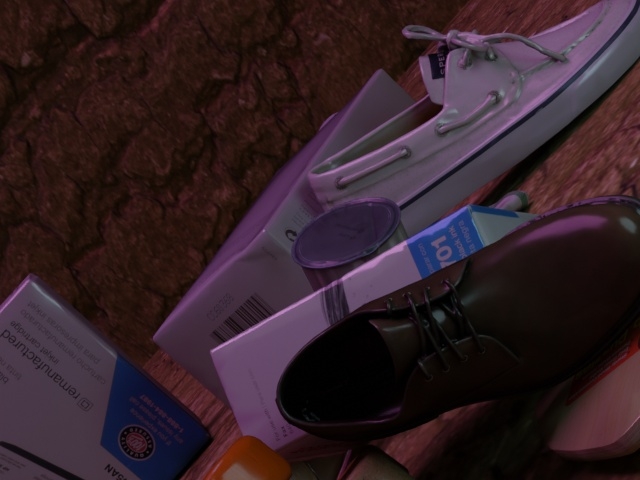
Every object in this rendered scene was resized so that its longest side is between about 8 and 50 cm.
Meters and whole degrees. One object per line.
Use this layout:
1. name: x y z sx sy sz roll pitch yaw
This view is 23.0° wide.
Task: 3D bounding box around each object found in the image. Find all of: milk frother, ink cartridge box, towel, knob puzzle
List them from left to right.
1. ink cartridge box: -0.366 0.279 1.851 0.395 0.285 0.166 -49 7 -5
2. milk frother: 0.009 0.060 1.141 0.143 0.135 0.129 -40 31 -25
3. ink cartridge box: 0.052 0.059 0.954 0.191 0.082 0.139 -29 -14 22
4. towel: 0.102 0.006 1.356 0.152 0.023 0.113 -26 -10 -42
5. knob puzzle: 0.178 0.046 0.802 0.213 0.030 0.213 -51 7 9

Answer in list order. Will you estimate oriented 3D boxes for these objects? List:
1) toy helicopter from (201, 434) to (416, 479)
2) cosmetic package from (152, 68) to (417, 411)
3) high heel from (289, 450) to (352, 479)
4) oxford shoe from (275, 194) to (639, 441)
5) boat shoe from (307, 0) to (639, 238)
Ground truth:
1. toy helicopter: -0.019 0.208 0.888 0.235 0.140 0.355 -55 -6 15
2. cosmetic package: 0.000 0.000 1.708 0.217 0.156 0.385 -43 7 37
3. high heel: -0.031 0.199 1.091 0.117 0.082 0.244 -47 -3 15
4. oxford shoe: 0.075 0.048 0.810 0.227 0.083 0.096 -32 -15 21
5. boat shoe: 0.138 -0.147 1.502 0.367 0.156 0.136 -37 11 13
